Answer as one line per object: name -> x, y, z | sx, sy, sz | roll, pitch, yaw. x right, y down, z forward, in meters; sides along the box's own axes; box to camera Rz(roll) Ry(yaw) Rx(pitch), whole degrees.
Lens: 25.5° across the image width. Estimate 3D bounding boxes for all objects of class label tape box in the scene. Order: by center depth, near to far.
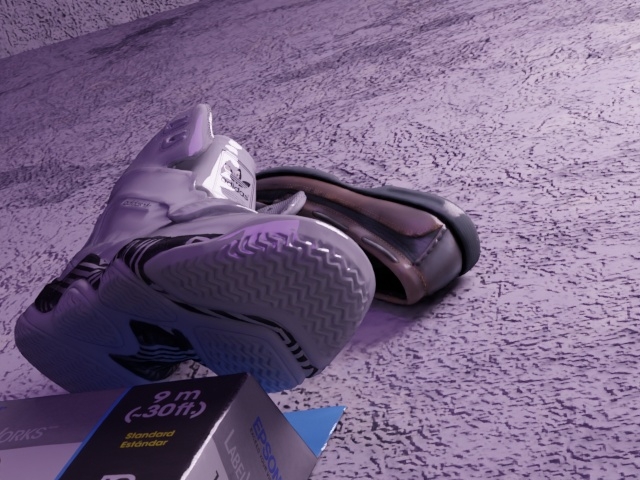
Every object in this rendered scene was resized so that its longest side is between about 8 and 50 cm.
label tape box -> -0.151, 0.161, 0.851 | 0.240, 0.106, 0.334 | -9, 24, 23

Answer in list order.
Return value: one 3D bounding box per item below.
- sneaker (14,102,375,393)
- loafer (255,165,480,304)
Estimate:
sneaker -> -0.071, -0.005, 1.000 | 0.366, 0.137, 0.210 | -18, 37, 51
loafer -> 0.000, 0.000, 1.138 | 0.267, 0.096, 0.084 | 5, 38, 43
